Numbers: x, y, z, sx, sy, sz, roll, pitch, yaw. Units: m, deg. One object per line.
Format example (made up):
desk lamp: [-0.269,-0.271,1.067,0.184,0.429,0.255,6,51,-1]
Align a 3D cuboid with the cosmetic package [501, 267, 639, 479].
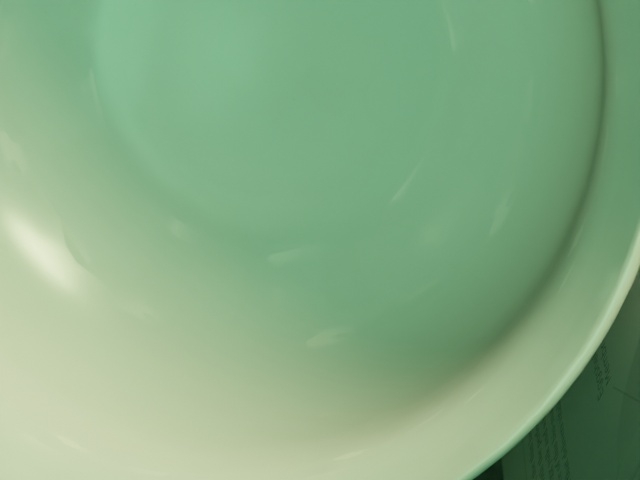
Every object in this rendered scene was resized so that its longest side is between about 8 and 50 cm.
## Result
cosmetic package: [0.161,0.071,0.530,0.138,0.224,0.225,17,122,-9]

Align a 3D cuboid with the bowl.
bowl: [-0.030,-0.057,0.570,0.297,0.134,0.298,2,99,13]
